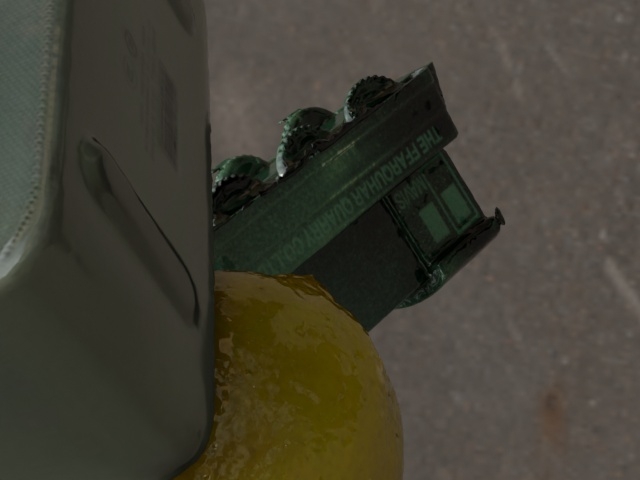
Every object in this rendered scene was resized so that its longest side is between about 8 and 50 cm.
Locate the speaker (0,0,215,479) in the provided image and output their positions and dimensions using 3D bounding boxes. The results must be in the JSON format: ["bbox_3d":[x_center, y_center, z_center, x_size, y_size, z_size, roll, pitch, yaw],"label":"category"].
[{"bbox_3d":[-0.162,-0.054,0.929,0.183,0.184,0.406,-20,45,16],"label":"speaker"}]

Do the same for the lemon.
[{"bbox_3d":[-0.072,0.147,0.997,0.236,0.236,0.263,12,96,58],"label":"lemon"}]

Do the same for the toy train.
[{"bbox_3d":[0.000,0.000,1.309,0.138,0.330,0.178,-20,105,50],"label":"toy train"}]
